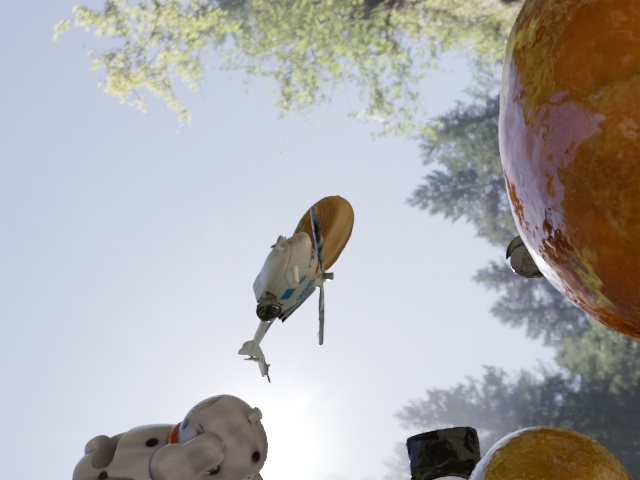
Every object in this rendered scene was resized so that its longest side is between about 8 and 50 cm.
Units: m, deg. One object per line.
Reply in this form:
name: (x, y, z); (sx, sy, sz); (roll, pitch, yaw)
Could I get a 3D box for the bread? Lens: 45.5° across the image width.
bread: (0.000, 0.000, 1.473); (0.189, 0.114, 0.077); (-61, -33, -9)

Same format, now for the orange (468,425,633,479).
orange: (0.275, 0.337, 0.905); (0.236, 0.236, 0.237); (5, -98, -37)

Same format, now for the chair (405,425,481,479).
chair: (0.213, 0.425, 1.202); (0.145, 0.140, 0.221); (52, -151, -44)

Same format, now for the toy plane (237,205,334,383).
toy plane: (-0.068, 0.082, 1.087); (0.107, 0.273, 0.182); (5, -118, -29)

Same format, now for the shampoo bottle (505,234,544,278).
shampoo bottle: (0.322, 0.016, 1.124); (0.214, 0.072, 0.072); (-15, -86, -63)

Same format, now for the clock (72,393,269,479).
clock: (-0.171, 0.294, 0.999); (0.189, 0.253, 0.189); (54, -163, -25)

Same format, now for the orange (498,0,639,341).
orange: (0.233, -0.072, 0.491); (0.284, 0.225, 0.284); (33, -127, -59)
